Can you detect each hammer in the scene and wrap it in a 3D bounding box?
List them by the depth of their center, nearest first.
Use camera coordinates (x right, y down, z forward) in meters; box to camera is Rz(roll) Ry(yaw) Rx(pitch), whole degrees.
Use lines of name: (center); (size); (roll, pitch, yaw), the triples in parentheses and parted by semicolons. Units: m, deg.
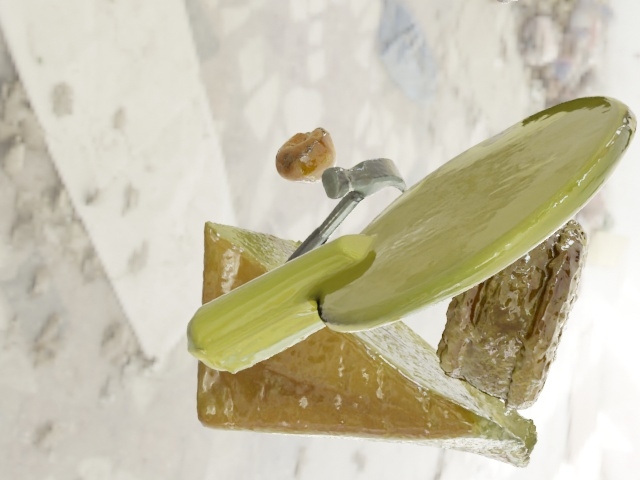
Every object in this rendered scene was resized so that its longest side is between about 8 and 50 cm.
hammer: (0.000, 0.000, 1.239); (0.103, 0.246, 0.029); (-13, 65, -37)

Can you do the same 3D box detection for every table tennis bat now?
table tennis bat: (0.048, 0.009, 0.864); (0.054, 0.369, 0.224); (54, 34, -13)

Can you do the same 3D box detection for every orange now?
orange: (-0.016, -0.102, 1.655); (0.062, 0.086, 0.086); (60, 38, -19)

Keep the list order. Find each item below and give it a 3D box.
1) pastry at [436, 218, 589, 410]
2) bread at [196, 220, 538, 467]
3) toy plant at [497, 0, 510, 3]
pastry: (0.181, 0.057, 1.199); (0.189, 0.103, 0.189); (19, 90, -77)
bread: (0.069, 0.116, 1.441); (0.233, 0.362, 0.245); (14, 79, -66)
toy plant: (0.176, -0.405, 1.483); (0.112, 0.232, 0.243); (-35, 162, -34)
